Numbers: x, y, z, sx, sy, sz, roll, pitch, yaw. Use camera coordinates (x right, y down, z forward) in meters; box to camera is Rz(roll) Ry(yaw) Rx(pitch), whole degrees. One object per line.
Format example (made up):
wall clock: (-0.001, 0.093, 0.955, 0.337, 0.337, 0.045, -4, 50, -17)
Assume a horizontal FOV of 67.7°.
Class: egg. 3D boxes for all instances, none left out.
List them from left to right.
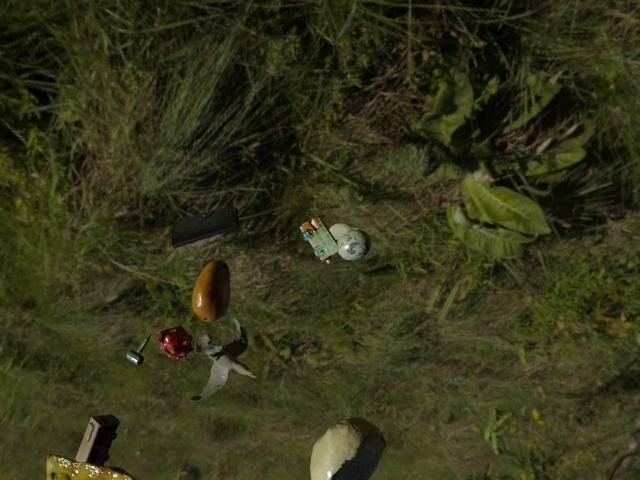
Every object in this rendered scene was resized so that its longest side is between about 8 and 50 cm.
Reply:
egg: (0.144, 0.023, 2.127, 0.132, 0.172, 0.132, 59, -165, -28)

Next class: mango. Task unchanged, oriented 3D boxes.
mango: (-0.411, 0.189, 1.819, 0.136, 0.236, 0.166, 7, 163, 3)

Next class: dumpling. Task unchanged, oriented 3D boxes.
dumpling: (0.111, 0.009, 2.285, 0.258, 0.147, 0.193, -2, 145, 6)

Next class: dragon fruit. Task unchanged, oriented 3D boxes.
dragon fruit: (-0.602, 0.416, 1.978, 0.136, 0.133, 0.166, -2, 146, 47)

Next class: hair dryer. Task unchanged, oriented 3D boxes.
hair dryer: (-0.829, 0.500, 2.222, 0.071, 0.150, 0.047, 23, 156, 18)

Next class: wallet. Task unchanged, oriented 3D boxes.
wallet: (-0.536, -0.073, 2.222, 0.172, 0.317, 0.045, -104, -2, -45)

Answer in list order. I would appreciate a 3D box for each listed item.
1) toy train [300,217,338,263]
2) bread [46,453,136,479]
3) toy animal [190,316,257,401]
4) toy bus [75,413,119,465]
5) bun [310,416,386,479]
toy train: (0.000, 0.000, 1.871, 0.188, 0.099, 0.072, 55, 175, 7)
bread: (-0.439, 0.506, 0.939, 0.232, 0.088, 0.161, -1, 129, 17)
toy animal: (-0.221, 0.280, 1.103, 0.155, 0.219, 0.095, 12, 150, 39)
toy bus: (-0.859, 0.769, 1.838, 0.091, 0.182, 0.103, 12, 171, 42)
bun: (0.086, 0.856, 1.892, 0.202, 0.364, 0.364, 28, 179, 37)
